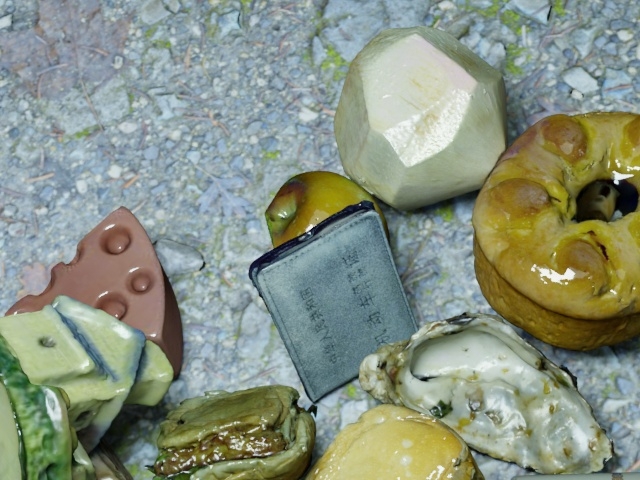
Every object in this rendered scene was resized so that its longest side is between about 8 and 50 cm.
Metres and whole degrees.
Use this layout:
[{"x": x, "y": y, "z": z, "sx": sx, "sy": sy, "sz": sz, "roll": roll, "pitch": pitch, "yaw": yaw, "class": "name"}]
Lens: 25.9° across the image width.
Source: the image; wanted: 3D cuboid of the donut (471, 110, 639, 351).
[{"x": 0.327, "y": -0.019, "z": 1.646, "sx": 0.317, "sy": 0.150, "sz": 0.299, "roll": -11, "pitch": 54, "yaw": -12, "class": "donut"}]

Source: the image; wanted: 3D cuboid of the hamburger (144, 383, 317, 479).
[{"x": -0.088, "y": 0.240, "z": 1.557, "sx": 0.183, "sy": 0.206, "sz": 0.130, "roll": -15, "pitch": 97, "yaw": 9, "class": "hamburger"}]

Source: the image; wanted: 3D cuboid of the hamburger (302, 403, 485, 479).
[{"x": 0.072, "y": 0.283, "z": 1.530, "sx": 0.213, "sy": 0.108, "sz": 0.214, "roll": -18, "pitch": 43, "yaw": 18, "class": "hamburger"}]

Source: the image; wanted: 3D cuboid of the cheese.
[{"x": -0.255, "y": 0.061, "z": 1.711, "sx": 0.202, "sy": 0.128, "sz": 0.177, "roll": 7, "pitch": 60, "yaw": 15, "class": "cheese"}]

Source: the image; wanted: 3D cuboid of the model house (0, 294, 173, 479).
[{"x": -0.297, "y": 0.229, "z": 1.523, "sx": 0.266, "sy": 0.321, "sz": 0.261, "roll": -9, "pitch": 49, "yaw": -47, "class": "model house"}]

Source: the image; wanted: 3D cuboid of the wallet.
[{"x": 0.021, "y": 0.072, "z": 1.622, "sx": 0.167, "sy": 0.222, "sz": 0.036, "roll": -29, "pitch": 35, "yaw": -11, "class": "wallet"}]

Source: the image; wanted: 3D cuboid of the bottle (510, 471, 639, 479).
[{"x": 0.324, "y": 0.308, "z": 1.513, "sx": 0.233, "sy": 0.110, "sz": 0.110, "roll": -2, "pitch": 61, "yaw": 5, "class": "bottle"}]

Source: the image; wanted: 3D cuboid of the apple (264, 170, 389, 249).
[{"x": -0.002, "y": -0.003, "z": 1.690, "sx": 0.163, "sy": 0.147, "sz": 0.146, "roll": -40, "pitch": 32, "yaw": -2, "class": "apple"}]

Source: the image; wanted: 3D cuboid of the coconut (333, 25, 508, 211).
[{"x": 0.130, "y": -0.142, "z": 1.735, "sx": 0.236, "sy": 0.197, "sz": 0.237, "roll": -3, "pitch": 69, "yaw": 9, "class": "coconut"}]

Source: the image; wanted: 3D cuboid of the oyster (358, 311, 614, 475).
[{"x": 0.200, "y": 0.186, "z": 1.619, "sx": 0.294, "sy": 0.094, "sz": 0.166, "roll": 37, "pitch": 89, "yaw": 13, "class": "oyster"}]
